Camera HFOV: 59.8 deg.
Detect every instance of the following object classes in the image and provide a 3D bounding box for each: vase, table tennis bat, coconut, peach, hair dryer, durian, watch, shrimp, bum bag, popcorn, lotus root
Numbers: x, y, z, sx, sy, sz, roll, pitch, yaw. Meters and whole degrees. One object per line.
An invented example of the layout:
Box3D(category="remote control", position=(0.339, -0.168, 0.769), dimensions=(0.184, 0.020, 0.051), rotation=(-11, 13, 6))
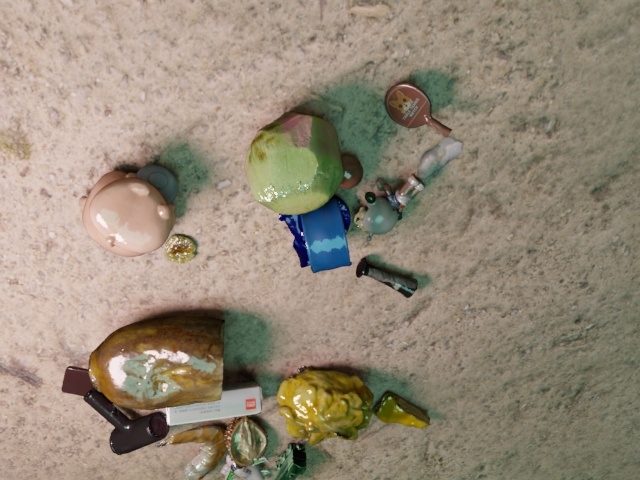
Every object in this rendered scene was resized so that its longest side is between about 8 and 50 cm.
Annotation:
Box3D(category="vase", position=(0.177, 0.101, 1.500), dimensions=(0.167, 0.059, 0.059), rotation=(23, 116, -17))
Box3D(category="table tennis bat", position=(0.243, -0.319, 1.287), dimensions=(0.170, 0.119, 0.107), rotation=(35, 141, 1))
Box3D(category="coconut", position=(-0.057, -0.180, 1.229), dimensions=(0.204, 0.236, 0.236), rotation=(1, 124, -33))
Box3D(category="peach", position=(0.060, -0.162, 1.320), dimensions=(0.083, 0.083, 0.083), rotation=(-2, 121, -4))
Box3D(category="hair dryer", position=(-0.593, 0.525, 1.638), dimensions=(0.197, 0.089, 0.251), rotation=(-26, 118, 29))
Box3D(category="durian", position=(-0.245, 0.610, 1.743), dimensions=(0.148, 0.091, 0.189), rotation=(-11, 101, -39))
Box3D(category="watch", position=(0.004, -0.008, 1.340), dimensions=(0.171, 0.200, 0.196), rotation=(-21, 117, 3))
Box3D(category="shrimp", position=(-0.375, 0.650, 1.734), dimensions=(0.185, 0.068, 0.287), rotation=(-33, 142, -16))
Box3D(category="bum bag", position=(-0.673, 0.426, 1.633), dimensions=(0.159, 0.026, 0.109), rotation=(16, 119, -14))
Box3D(category="popcorn", position=(0.009, 0.480, 1.626), dimensions=(0.286, 0.215, 0.252), rotation=(16, 150, -12))
Box3D(category="lotus root", position=(-0.419, 0.318, 1.470), dimensions=(0.346, 0.250, 0.251), rotation=(-5, 121, -10))

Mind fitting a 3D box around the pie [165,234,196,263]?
Box3D(category="pie", position=(-0.359, 0.024, 1.426), dimensions=(0.084, 0.020, 0.084), rotation=(-2, 120, -4))

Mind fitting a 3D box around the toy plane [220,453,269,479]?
Box3D(category="toy plane", position=(-0.245, 0.753, 1.837), dimensions=(0.174, 0.080, 0.174), rotation=(-1, 119, -3))

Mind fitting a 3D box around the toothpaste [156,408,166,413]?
Box3D(category="toothpaste", position=(-0.466, 0.458, 1.652), dimensions=(0.282, 0.068, 0.099), rotation=(35, 68, -20))

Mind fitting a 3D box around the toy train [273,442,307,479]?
Box3D(category="toy train", position=(-0.101, 0.745, 1.828), dimensions=(0.071, 0.111, 0.170), rotation=(23, 115, -14))

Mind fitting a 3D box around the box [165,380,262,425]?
Box3D(category="box", position=(-0.304, 0.462, 1.594), dimensions=(0.269, 0.135, 0.079), rotation=(-3, 84, -16))

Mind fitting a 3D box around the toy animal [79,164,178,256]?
Box3D(category="toy animal", position=(-0.428, -0.051, 1.258), dimensions=(0.229, 0.221, 0.210), rotation=(-40, 112, 16))

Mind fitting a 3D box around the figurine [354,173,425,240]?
Box3D(category="figurine", position=(0.166, -0.089, 1.371), dimensions=(0.147, 0.093, 0.197), rotation=(27, 108, -44))

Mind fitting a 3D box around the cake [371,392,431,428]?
Box3D(category="cake", position=(0.254, 0.566, 1.775), dimensions=(0.185, 0.080, 0.116), rotation=(37, 109, -28))
